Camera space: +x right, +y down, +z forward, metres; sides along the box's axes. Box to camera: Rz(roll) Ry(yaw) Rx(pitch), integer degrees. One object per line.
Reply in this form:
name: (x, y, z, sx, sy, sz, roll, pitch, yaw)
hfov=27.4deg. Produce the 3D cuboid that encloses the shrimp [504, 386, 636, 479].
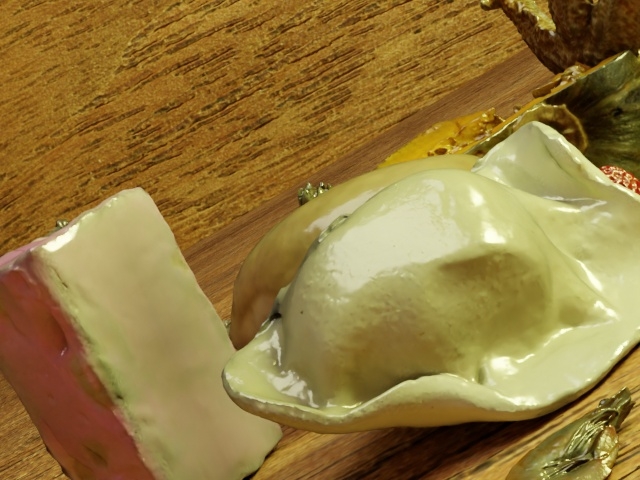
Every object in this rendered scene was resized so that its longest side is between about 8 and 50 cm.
shrimp: (0.148, 0.121, 0.736, 0.108, 0.023, 0.059, -33, 18, -21)

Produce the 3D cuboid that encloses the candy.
candy: (-0.160, 0.105, 1.076, 0.116, 0.265, 0.155, -20, 13, 36)

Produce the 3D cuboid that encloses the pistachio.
pistachio: (0.048, 0.025, 1.172, 0.293, 0.162, 0.181, -30, 1, 6)

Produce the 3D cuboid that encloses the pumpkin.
pumpkin: (0.195, -0.074, 1.335, 0.281, 0.139, 0.190, -30, 10, -4)

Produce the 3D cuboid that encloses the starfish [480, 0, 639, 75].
starfish: (0.292, -0.196, 1.322, 0.094, 0.327, 0.375, -47, -18, -23)

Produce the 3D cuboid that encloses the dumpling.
dumpling: (0.100, 0.061, 0.939, 0.318, 0.187, 0.243, -42, 51, -20)

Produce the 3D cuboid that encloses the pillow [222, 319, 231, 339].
pillow: (-0.195, 0.163, 1.618, 0.135, 0.049, 0.248, -32, 4, 23)

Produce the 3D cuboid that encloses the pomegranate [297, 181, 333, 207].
pomegranate: (0.000, 0.000, 1.586, 0.115, 0.142, 0.114, -6, 15, 2)

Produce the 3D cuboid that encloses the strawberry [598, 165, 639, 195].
strawberry: (0.248, -0.019, 1.110, 0.073, 0.073, 0.083, -31, 44, -2)
